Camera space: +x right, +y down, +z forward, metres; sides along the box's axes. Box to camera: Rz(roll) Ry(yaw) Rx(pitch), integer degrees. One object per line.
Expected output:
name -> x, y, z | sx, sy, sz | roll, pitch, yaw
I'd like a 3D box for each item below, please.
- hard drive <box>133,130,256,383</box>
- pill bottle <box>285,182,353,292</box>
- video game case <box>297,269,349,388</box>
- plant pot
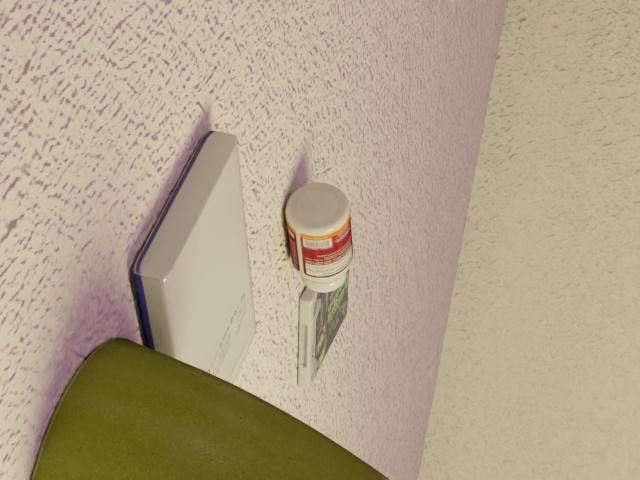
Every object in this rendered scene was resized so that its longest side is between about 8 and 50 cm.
hard drive -> -0.129, 0.066, 1.625 | 0.319, 0.040, 0.210 | 87, 20, -48
pill bottle -> 0.000, 0.000, 1.993 | 0.152, 0.086, 0.086 | 85, 22, -53
video game case -> 0.007, 0.100, 2.242 | 0.190, 0.022, 0.173 | -61, 159, -49
plant pot -> -0.090, 0.260, 1.424 | 0.275, 0.293, 0.275 | 13, 90, -77
